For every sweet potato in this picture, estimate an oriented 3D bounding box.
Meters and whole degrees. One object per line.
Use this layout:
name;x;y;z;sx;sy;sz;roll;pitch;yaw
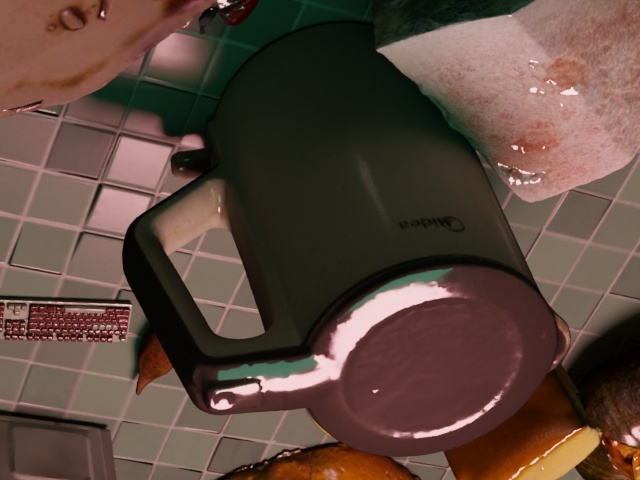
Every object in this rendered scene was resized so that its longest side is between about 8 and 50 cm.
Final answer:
sweet potato;-0.178;0.131;1.564;0.049;0.049;0.117;17;124;-26

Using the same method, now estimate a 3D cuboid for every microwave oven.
microwave oven;-0.332;0.315;1.615;0.162;0.122;0.208;12;122;-22

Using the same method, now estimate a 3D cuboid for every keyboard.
keyboard;-0.287;0.088;1.519;0.166;0.017;0.055;3;126;-17

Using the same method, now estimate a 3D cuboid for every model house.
model house;-0.302;-0.248;1.115;0.317;0.282;0.297;-35;157;9

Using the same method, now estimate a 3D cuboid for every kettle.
kettle;0.000;0.000;1.297;0.361;0.377;0.250;-3;128;-14

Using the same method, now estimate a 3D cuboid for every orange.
orange;-0.035;0.389;1.775;0.310;0.274;0.274;5;132;21

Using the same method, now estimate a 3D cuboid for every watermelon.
watermelon;0.208;-0.163;1.301;0.387;0.228;0.258;-9;113;-22

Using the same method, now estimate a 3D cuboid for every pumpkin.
pumpkin;0.407;0.212;1.713;0.238;0.159;0.238;-8;149;-5

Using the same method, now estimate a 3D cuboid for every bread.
bread;0.153;0.109;1.434;0.138;0.361;0.077;-43;132;16

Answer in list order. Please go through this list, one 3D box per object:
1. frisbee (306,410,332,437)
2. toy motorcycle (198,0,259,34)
frisbee;0.092;0.158;1.676;0.236;0.017;0.236;-8;128;-10
toy motorcycle;-0.141;-0.241;1.271;0.213;0.082;0.122;-9;130;6
